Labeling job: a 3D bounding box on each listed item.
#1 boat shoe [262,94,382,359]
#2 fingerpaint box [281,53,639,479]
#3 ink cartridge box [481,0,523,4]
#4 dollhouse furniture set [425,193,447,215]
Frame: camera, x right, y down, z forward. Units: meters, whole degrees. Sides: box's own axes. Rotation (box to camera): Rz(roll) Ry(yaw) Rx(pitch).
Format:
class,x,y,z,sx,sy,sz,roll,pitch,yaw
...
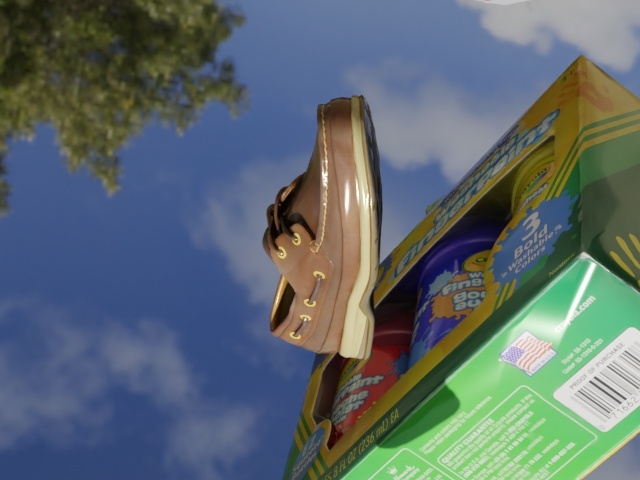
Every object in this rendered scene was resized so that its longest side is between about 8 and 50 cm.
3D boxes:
class,x,y,z,sx,sy,sz,roll,pitch,yaw
boat shoe,0.000,0.000,0.672,0.060,0.178,0.064,2,-131,0
fingerpaint box,0.156,0.091,1.252,0.163,0.445,0.371,35,-148,-11
ink cartridge box,0.079,-0.251,0.957,0.211,0.121,0.289,9,-173,-6
dollhouse furniture set,0.174,-0.050,1.442,0.058,0.152,0.076,36,-154,-50
